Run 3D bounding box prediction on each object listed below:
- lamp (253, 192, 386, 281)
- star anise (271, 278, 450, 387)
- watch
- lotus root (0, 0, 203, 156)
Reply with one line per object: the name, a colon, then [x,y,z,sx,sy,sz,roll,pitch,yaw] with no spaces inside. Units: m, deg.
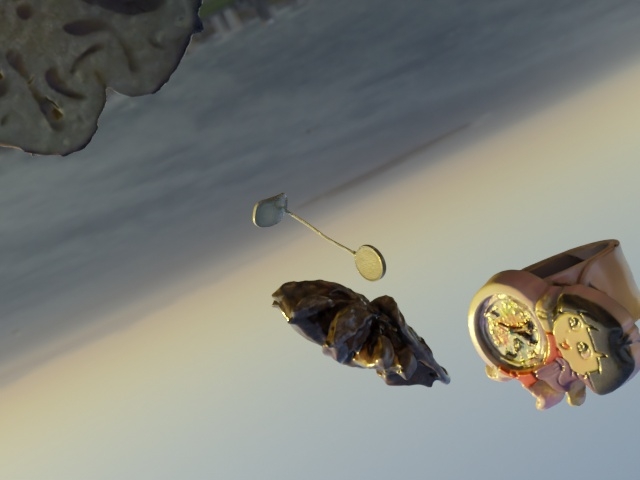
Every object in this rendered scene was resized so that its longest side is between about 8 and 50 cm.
lamp: [0.000,0.000,1.633,0.056,0.198,0.050,-28,140,-44]
star anise: [0.075,0.144,2.013,0.139,0.315,0.359,-56,169,3]
watch: [0.346,0.101,1.646,0.244,0.196,0.231,-20,-177,44]
lotus root: [-0.269,-0.239,1.265,0.316,0.316,0.250,-26,-161,3]
